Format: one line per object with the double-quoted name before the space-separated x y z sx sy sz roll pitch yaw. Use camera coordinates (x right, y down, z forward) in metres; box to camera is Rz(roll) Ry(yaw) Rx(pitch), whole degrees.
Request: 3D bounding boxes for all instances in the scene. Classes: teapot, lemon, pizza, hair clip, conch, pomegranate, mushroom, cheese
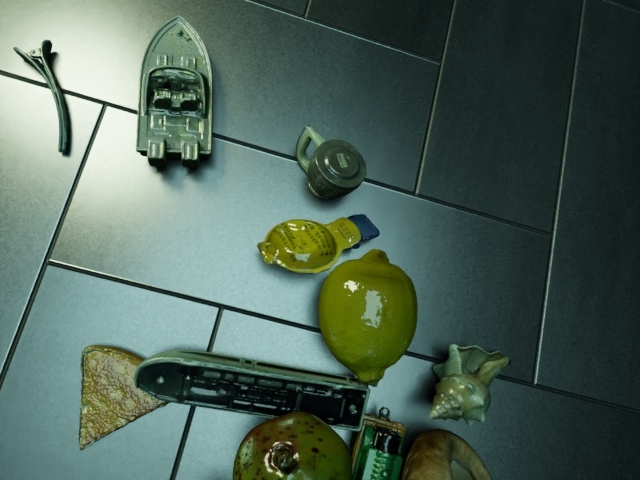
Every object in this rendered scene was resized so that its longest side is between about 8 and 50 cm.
"teapot" 0.007 -0.140 0.978 0.149 0.108 0.111 27 57 -12
"lemon" 0.086 0.139 0.904 0.184 0.184 0.248 6 81 -9
"pizza" -0.359 0.288 0.867 0.185 0.036 0.176 21 78 -7
"hair clip" -0.522 -0.279 0.950 0.070 0.039 0.229 -21 84 -15
"conch" 0.271 0.273 0.954 0.137 0.114 0.234 51 39 -8
"pomegranate" -0.030 0.381 0.803 0.198 0.246 0.198 -9 73 31
"mushroom" 0.214 0.412 0.855 0.156 0.286 0.151 -24 69 28
"cheese" 0.000 0.000 0.962 0.250 0.064 0.156 -16 48 -22

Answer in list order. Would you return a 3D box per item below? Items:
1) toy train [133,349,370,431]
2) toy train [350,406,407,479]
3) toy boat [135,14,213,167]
"toy train" -0.120 0.259 0.885 0.407 0.088 0.086 12 97 -8
"toy train" 0.096 0.416 0.871 0.091 0.136 0.227 19 78 -6
"toy boat" -0.285 -0.300 0.968 0.141 0.092 0.319 1 78 -12
